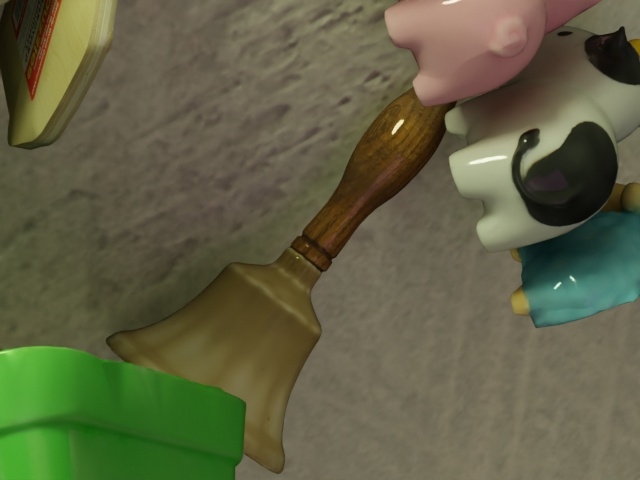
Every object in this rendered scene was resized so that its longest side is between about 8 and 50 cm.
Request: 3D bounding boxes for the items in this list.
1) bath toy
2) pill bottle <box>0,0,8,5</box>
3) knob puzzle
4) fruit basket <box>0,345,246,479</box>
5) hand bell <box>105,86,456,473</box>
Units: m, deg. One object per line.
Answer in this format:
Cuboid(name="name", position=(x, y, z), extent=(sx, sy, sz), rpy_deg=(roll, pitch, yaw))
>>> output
Cuboid(name="bath toy", position=(0.110, -0.122, 1.039), extent=(0.129, 0.151, 0.348), rpy_deg=(-19, 123, 15))
Cuboid(name="pill bottle", position=(-0.226, -0.189, 0.834), extent=(0.229, 0.131, 0.131), rpy_deg=(22, 110, -35))
Cuboid(name="knob puzzle", position=(-0.107, -0.126, 0.890), extent=(0.030, 0.213, 0.213), rpy_deg=(11, 116, -21))
Cuboid(name="fruit basket", position=(-0.249, 0.101, 0.957), extent=(0.392, 0.392, 0.283), rpy_deg=(-44, 157, 7))
Cuboid(name="hand bell", position=(0.000, 0.000, 1.104), extent=(0.126, 0.126, 0.242), rpy_deg=(39, 88, -38))
